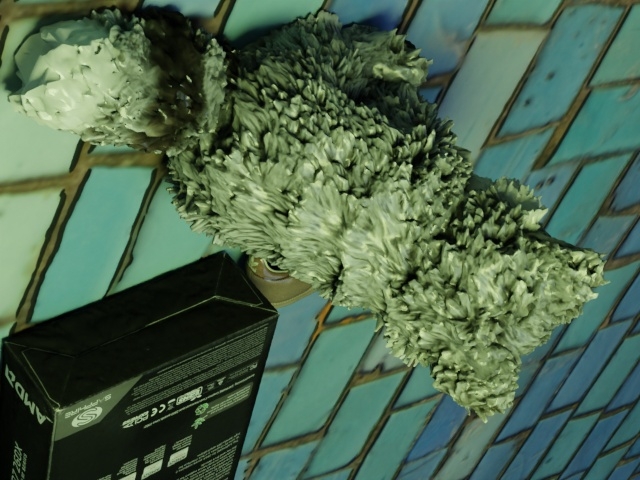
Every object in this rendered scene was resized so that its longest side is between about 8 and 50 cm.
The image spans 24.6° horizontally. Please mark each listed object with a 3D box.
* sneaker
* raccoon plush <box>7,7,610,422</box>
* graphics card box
[{"bbox_3d":[0.014,-0.005,1.352,0.188,0.066,0.071,-33,149,-17],"label":"sneaker"},{"bbox_3d":[0.000,0.000,1.096,0.446,0.299,0.216,-8,137,-46],"label":"raccoon plush"},{"bbox_3d":[-0.182,0.197,1.355,0.232,0.094,0.371,-22,147,-32],"label":"graphics card box"}]
